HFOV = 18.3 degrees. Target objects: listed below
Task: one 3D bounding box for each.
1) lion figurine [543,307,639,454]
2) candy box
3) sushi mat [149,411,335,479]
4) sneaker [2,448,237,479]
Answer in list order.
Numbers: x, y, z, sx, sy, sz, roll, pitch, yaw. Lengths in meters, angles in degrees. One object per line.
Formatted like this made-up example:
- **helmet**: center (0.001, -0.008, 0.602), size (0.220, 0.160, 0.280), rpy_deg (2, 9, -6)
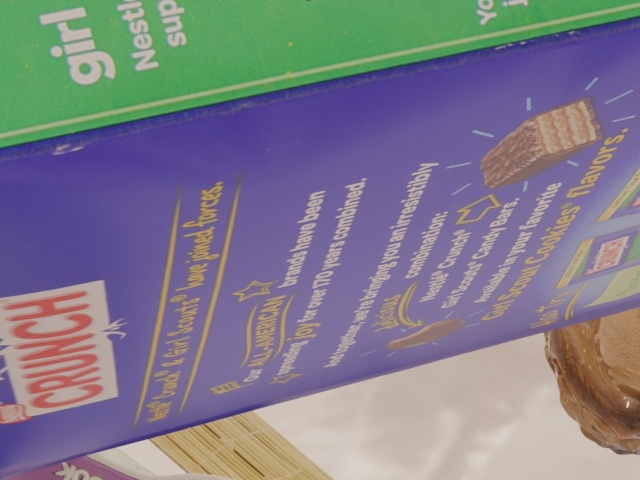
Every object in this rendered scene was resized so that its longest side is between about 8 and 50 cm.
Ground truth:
- **lion figurine**: center (0.248, 0.061, 1.328), size (0.142, 0.240, 0.392), rpy_deg (-12, -170, -10)
- **candy box**: center (0.026, -0.049, 0.613), size (0.317, 0.122, 0.268), rpy_deg (-14, 161, -15)
- **sushi mat**: center (-0.093, 0.214, 2.024), size (0.151, 0.316, 0.019), rpy_deg (-21, 143, -51)
- **sneaker**: center (-0.148, 0.162, 1.112), size (0.114, 0.305, 0.152), rpy_deg (-51, 167, -38)
